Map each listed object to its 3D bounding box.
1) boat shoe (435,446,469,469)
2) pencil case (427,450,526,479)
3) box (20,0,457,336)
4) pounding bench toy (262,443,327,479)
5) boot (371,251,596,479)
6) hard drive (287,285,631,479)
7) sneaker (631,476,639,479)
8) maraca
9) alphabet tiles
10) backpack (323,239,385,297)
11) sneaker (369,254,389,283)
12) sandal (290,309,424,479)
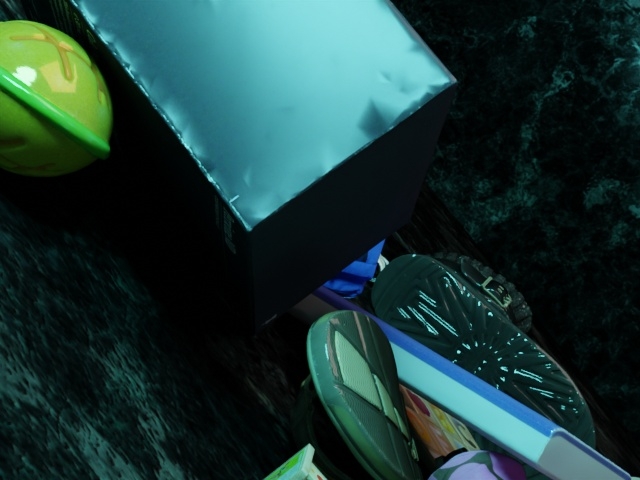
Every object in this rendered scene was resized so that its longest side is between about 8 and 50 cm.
[{"bbox_3d":[0.192,0.276,1.382,0.227,0.069,0.081,54,11,19],"label":"boat shoe"},{"bbox_3d":[0.163,0.271,1.231,0.098,0.095,0.209,0,48,-28],"label":"pencil case"},{"bbox_3d":[-0.076,-0.129,1.156,0.312,0.179,0.343,53,-10,10],"label":"box"},{"bbox_3d":[-0.009,0.181,0.964,0.065,0.052,0.083,50,10,-5],"label":"pounding bench toy"},{"bbox_3d":[0.219,0.145,1.862,0.348,0.131,0.260,52,10,12],"label":"boot"},{"bbox_3d":[0.116,0.134,1.384,0.319,0.040,0.210,30,-3,35],"label":"hard drive"},{"bbox_3d":[0.397,0.374,1.769,0.147,0.145,0.384,47,9,-20],"label":"sneaker"},{"bbox_3d":[-0.195,-0.094,1.038,0.127,0.099,0.185,39,-3,0],"label":"maraca"},{"bbox_3d":[0.187,0.288,1.550,0.285,0.011,0.342,37,16,-50],"label":"alphabet tiles"},{"bbox_3d":[0.000,0.000,1.546,0.120,0.101,0.098,16,10,-4],"label":"backpack"},{"bbox_3d":[0.052,0.010,1.895,0.109,0.040,0.044,52,12,13],"label":"sneaker"},{"bbox_3d":[0.025,0.150,1.159,0.303,0.086,0.120,68,12,-64],"label":"sandal"}]
